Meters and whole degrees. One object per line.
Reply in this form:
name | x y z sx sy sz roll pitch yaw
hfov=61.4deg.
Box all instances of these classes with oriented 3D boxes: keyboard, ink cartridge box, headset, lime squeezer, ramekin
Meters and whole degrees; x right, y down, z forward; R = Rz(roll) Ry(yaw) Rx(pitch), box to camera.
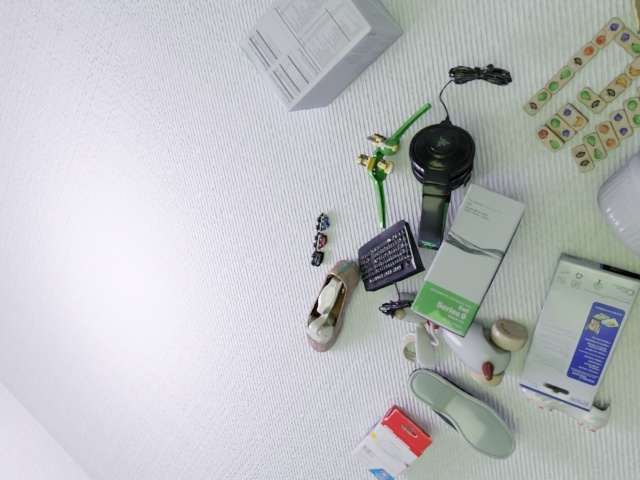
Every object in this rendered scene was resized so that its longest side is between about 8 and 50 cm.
keyboard | 0.162 0.082 1.273 0.317 0.033 0.201 136 118 -70
ink cartridge box | 0.207 0.560 1.504 0.134 0.078 0.231 40 120 10
ink cartridge box | 0.571 0.206 1.206 0.166 0.065 0.332 19 112 21
headset | 0.287 -0.172 1.145 0.186 0.243 0.393 7 92 14
ink cartridge box | 0.312 0.050 1.143 0.122 0.211 0.289 26 87 18
lime squeezer | 0.163 -0.190 1.277 0.110 0.059 0.310 56 132 55
ramekin | 0.624 -0.057 1.016 0.207 0.207 0.109 50 130 5

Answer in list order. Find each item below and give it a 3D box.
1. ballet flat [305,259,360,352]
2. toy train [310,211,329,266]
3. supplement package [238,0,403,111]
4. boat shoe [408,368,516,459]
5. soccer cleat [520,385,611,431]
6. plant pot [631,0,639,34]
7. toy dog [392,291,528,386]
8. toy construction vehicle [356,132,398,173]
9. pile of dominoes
ballet flat | 0.012 0.193 1.471 0.108 0.106 0.315 26 117 18
toy train | 0.000 0.000 1.461 0.036 0.027 0.158 16 113 19
supplement package | 0.002 -0.453 1.210 0.263 0.199 0.198 -37 87 32
boat shoe | 0.360 0.431 1.379 0.303 0.091 0.114 42 93 12
soccer cleat | 0.573 0.372 1.264 0.196 0.068 0.076 23 101 18
plant pot | 0.618 -0.439 0.952 0.096 0.109 0.109 -13 100 18
toy dog | 0.315 0.246 1.296 0.334 0.161 0.219 4 108 27
toy construction vehicle | 0.130 -0.200 1.254 0.098 0.035 0.085 31 117 30
pile of dominoes | 0.551 -0.278 1.072 0.196 0.040 0.251 46 122 8
